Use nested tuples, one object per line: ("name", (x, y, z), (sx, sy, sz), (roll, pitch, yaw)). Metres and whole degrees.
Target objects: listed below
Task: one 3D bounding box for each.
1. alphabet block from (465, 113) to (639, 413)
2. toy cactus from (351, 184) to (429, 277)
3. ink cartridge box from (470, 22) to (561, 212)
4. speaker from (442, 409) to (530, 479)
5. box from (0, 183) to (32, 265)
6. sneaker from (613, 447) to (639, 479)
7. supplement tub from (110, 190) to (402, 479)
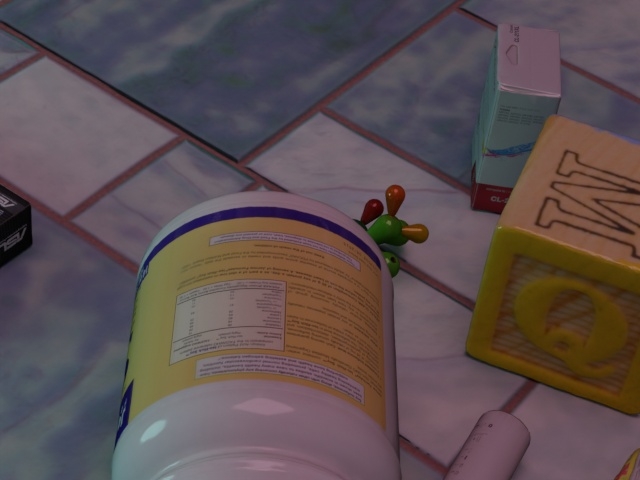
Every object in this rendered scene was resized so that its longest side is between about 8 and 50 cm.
("alphabet block", (0.277, 0.022, 1.488), (0.193, 0.192, 0.197), (18, 43, 13))
("toy cactus", (0.000, 0.000, 1.526), (0.180, 0.112, 0.219), (15, 33, 33))
("ink cartridge box", (0.218, -0.135, 1.652), (0.072, 0.175, 0.127), (8, 43, 0))
("speaker", (0.143, 0.219, 1.354), (0.055, 0.055, 0.136), (24, 45, 16))
("box", (-0.467, -0.026, 1.513), (0.270, 0.060, 0.216), (30, 48, 21))
("sneaker", (0.275, 0.247, 1.332), (0.081, 0.094, 0.208), (58, 33, 1))
("supplement tub", (-0.052, 0.145, 1.267), (0.241, 0.241, 0.331), (5, 43, -4))
